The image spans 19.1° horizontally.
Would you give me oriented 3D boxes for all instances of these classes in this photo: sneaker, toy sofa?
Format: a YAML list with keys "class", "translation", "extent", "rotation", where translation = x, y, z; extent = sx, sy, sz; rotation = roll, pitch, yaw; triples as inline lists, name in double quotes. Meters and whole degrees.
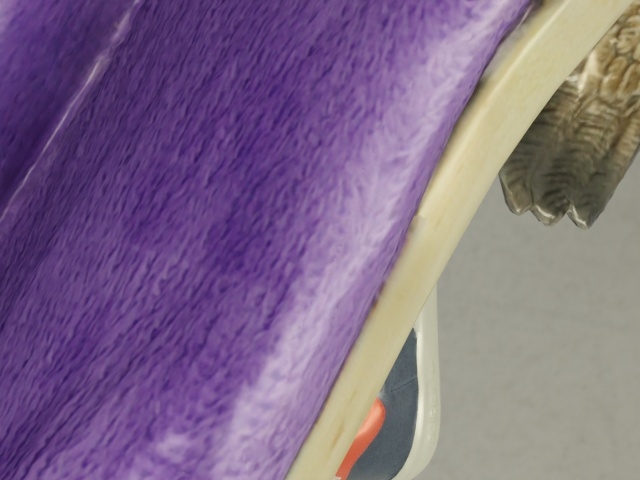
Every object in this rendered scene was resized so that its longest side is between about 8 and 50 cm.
- class: "sneaker"
  translation: [0.000, 0.000, 1.319]
  extent: [0.148, 0.131, 0.350]
  rotation: [6, 74, -51]
- class: "toy sofa"
  translation: [-0.101, 0.012, 0.332]
  extent: [0.150, 0.177, 0.363]
  rotation: [38, 77, -39]

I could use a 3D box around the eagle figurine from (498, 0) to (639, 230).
- class: "eagle figurine"
  translation: [0.176, -0.112, 0.763]
  extent: [0.225, 0.226, 0.298]
  rotation: [53, 16, -14]
